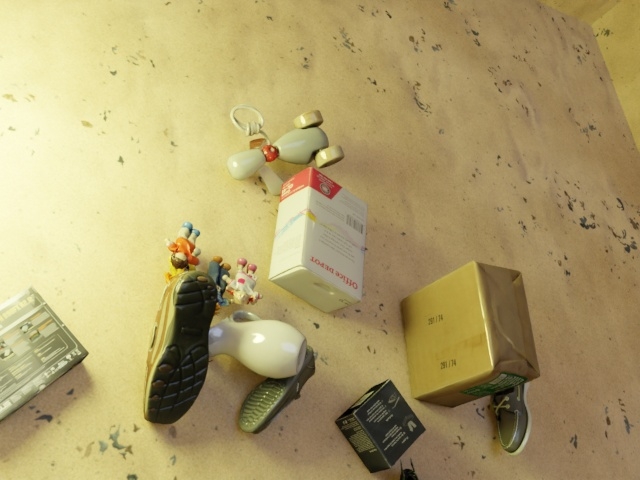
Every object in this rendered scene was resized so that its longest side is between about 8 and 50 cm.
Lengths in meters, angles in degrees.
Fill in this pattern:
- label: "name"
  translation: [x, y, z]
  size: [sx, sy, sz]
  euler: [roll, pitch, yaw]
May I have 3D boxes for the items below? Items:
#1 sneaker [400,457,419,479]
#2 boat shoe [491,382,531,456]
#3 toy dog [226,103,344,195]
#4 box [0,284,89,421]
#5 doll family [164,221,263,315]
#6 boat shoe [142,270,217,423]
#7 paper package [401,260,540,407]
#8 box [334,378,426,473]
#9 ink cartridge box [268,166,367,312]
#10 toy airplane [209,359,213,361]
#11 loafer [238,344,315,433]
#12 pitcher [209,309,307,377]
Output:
- label: "sneaker"
  translation: [0.215, 0.604, 1.697]
  size: [0.051, 0.089, 0.170]
  euler: [-8, 76, -1]
- label: "boat shoe"
  translation: [0.529, 0.457, 2.014]
  size: [0.091, 0.109, 0.305]
  euler: [32, 44, -16]
- label: "toy dog"
  translation: [-0.108, -0.237, 1.946]
  size: [0.333, 0.161, 0.220]
  euler: [0, 73, -22]
- label: "box"
  translation: [-0.595, 0.222, 1.368]
  size: [0.183, 0.056, 0.231]
  euler: [49, 47, -1]
- label: "doll family"
  translation: [-0.267, 0.092, 1.649]
  size: [0.263, 0.118, 0.163]
  euler: [33, 33, -19]
- label: "boat shoe"
  translation: [-0.305, 0.221, 1.514]
  size: [0.122, 0.120, 0.324]
  euler: [20, 82, -35]
- label: "paper package"
  translation: [0.381, 0.252, 1.876]
  size: [0.168, 0.325, 0.310]
  euler: [12, 60, -30]
- label: "box"
  translation: [0.147, 0.454, 1.746]
  size: [0.156, 0.093, 0.158]
  euler: [-32, 85, -42]
- label: "ink cartridge box"
  translation: [0.000, 0.000, 1.848]
  size: [0.226, 0.131, 0.306]
  euler: [33, 50, -34]
- label: "toy airplane"
  translation: [-0.283, 0.212, 1.617]
  size: [0.151, 0.028, 0.151]
  euler: [19, 55, -29]
- label: "loafer"
  translation: [-0.085, 0.351, 1.633]
  size: [0.251, 0.094, 0.087]
  euler: [-47, 127, -30]
- label: "pitcher"
  translation: [-0.133, 0.223, 1.622]
  size: [0.207, 0.126, 0.178]
  euler: [12, 29, 12]
